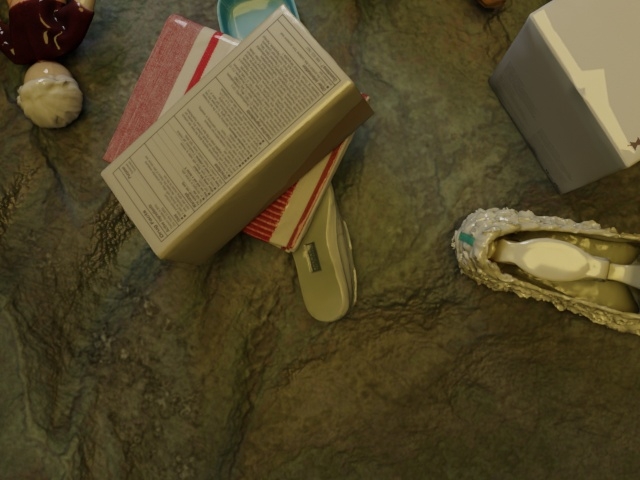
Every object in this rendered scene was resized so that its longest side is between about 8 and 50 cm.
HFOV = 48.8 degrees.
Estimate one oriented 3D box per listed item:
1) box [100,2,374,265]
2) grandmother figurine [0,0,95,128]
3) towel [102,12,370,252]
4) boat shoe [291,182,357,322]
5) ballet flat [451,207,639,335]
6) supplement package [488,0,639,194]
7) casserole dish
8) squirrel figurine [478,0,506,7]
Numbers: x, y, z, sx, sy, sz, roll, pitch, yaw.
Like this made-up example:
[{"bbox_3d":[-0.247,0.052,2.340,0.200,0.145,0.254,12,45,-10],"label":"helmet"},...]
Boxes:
[{"bbox_3d":[-0.102,-0.121,0.883,0.311,0.121,0.148,-39,74,9],"label":"box"},{"bbox_3d":[-0.403,-0.333,1.018,0.207,0.104,0.343,-8,89,29],"label":"grandmother figurine"},{"bbox_3d":[-0.122,-0.153,0.975,0.328,0.037,0.237,26,92,18],"label":"towel"},{"bbox_3d":[0.001,0.000,0.979,0.079,0.081,0.228,-13,82,21],"label":"boat shoe"},{"bbox_3d":[0.377,0.048,0.926,0.408,0.147,0.147,10,87,3],"label":"ballet flat"},{"bbox_3d":[0.363,-0.202,0.874,0.198,0.262,0.199,-31,86,2],"label":"supplement package"},{"bbox_3d":[-0.080,-0.287,1.020,0.114,0.037,0.189,-16,85,3],"label":"casserole dish"},{"bbox_3d":[0.100,-0.558,0.945,0.370,0.281,0.397,10,73,14],"label":"squirrel figurine"}]
